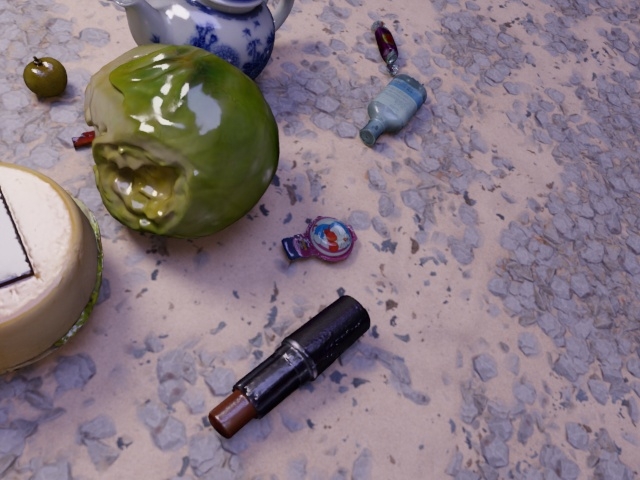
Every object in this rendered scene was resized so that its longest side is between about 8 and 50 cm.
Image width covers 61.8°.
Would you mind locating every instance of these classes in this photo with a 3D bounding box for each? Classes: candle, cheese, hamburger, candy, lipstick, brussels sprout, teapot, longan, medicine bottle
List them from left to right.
[{"bbox_3d":[-0.448,0.040,0.738,0.299,0.176,0.301,7,61,-13],"label":"hamburger"},{"bbox_3d":[-0.500,-0.302,0.969,0.075,0.083,0.075,3,56,-4],"label":"longan"},{"bbox_3d":[-0.371,-0.201,0.988,0.167,0.021,0.026,-20,69,-25],"label":"candle"},{"bbox_3d":[-0.228,-0.168,0.866,0.343,0.268,0.344,3,64,-7],"label":"brussels sprout"},{"bbox_3d":[-0.200,-0.426,1.002,0.252,0.280,0.424,46,47,14],"label":"teapot"},{"bbox_3d":[-0.042,0.191,0.827,0.299,0.081,0.081,-35,76,-31],"label":"lipstick"},{"bbox_3d":[0.000,0.000,0.971,0.145,0.038,0.095,-15,67,-24],"label":"cheese"},{"bbox_3d":[0.157,-0.468,1.278,0.045,0.043,0.175,1,60,-27],"label":"candy"},{"bbox_3d":[0.154,-0.284,1.167,0.090,0.054,0.208,37,60,4],"label":"medicine bottle"}]
